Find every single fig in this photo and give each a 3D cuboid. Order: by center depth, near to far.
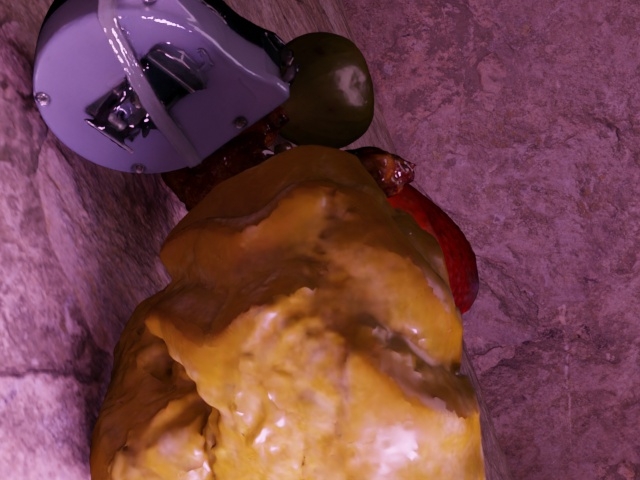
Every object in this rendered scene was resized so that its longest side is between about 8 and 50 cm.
[{"bbox_3d":[-0.021,-0.244,1.549,0.225,0.203,0.203,-16,84,-38],"label":"fig"}]

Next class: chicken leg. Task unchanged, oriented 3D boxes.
[{"bbox_3d":[-0.065,-0.077,0.897,0.407,0.158,0.095,26,-35,57],"label":"chicken leg"}]

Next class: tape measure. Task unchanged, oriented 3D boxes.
[{"bbox_3d":[-0.144,-0.139,0.772,0.182,0.181,0.107,30,35,-32],"label":"tape measure"}]

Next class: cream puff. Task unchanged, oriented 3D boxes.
[{"bbox_3d":[-0.035,0.085,0.649,0.323,0.270,0.274,-108,-171,-55],"label":"cream puff"}]

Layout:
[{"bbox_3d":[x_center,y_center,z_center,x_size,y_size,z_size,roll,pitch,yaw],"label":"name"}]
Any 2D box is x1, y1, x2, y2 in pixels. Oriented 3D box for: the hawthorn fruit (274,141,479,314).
[{"bbox_3d":[0.022,0.016,1.095,0.307,0.265,0.265,59,11,4],"label":"hawthorn fruit"}]
